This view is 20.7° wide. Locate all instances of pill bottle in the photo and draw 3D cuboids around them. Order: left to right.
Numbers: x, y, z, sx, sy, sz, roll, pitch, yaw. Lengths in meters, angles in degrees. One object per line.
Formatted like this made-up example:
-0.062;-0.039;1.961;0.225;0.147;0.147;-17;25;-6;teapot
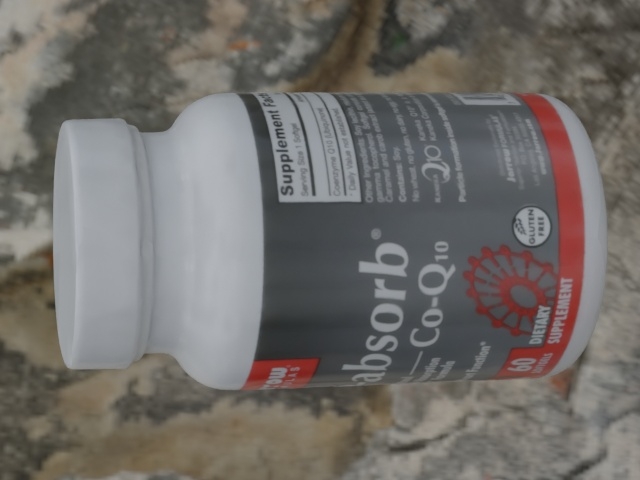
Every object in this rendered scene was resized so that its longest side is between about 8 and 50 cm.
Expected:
0.000;0.000;1.241;0.362;0.210;0.210;-1;79;-14;pill bottle
